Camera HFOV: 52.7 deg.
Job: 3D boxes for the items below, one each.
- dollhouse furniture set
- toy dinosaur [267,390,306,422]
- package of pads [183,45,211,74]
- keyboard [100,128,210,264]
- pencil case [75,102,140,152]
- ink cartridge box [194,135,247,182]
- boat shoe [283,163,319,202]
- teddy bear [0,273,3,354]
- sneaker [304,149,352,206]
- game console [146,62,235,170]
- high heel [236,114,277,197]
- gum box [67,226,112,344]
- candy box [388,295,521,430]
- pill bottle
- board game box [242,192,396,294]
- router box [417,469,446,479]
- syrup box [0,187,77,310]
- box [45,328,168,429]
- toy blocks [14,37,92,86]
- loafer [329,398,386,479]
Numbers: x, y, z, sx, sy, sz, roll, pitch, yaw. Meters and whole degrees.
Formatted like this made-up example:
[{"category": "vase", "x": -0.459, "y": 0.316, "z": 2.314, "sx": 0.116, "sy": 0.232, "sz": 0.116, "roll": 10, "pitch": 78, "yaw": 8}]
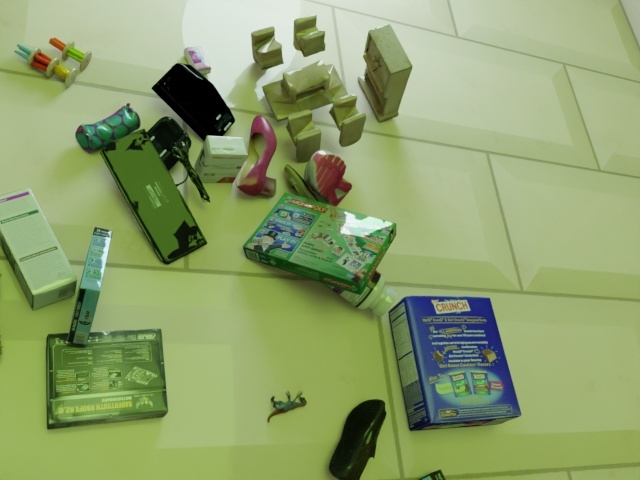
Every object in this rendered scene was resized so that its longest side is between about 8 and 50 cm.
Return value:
[{"category": "dollhouse furniture set", "x": 0.036, "y": -0.437, "z": 1.880, "sx": 0.394, "sy": 0.256, "sz": 0.362, "roll": -21, "pitch": 72, "yaw": -10}, {"category": "toy dinosaur", "x": -0.073, "y": 0.375, "z": 1.469, "sx": 0.082, "sy": 0.047, "sz": 0.090, "roll": 23, "pitch": 89, "yaw": -23}, {"category": "package of pads", "x": -0.344, "y": -0.501, "z": 1.803, "sx": 0.050, "sy": 0.032, "sz": 0.083, "roll": -18, "pitch": 72, "yaw": -33}, {"category": "keyboard", "x": -0.367, "y": -0.120, "z": 1.545, "sx": 0.202, "sy": 0.033, "sz": 0.317, "roll": -30, "pitch": 94, "yaw": -27}, {"category": "pencil case", "x": -0.518, "y": -0.275, "z": 1.578, "sx": 0.152, "sy": 0.064, "sz": 0.070, "roll": -38, "pitch": 123, "yaw": -36}, {"category": "ink cartridge box", "x": -0.251, "y": -0.202, "z": 1.622, "sx": 0.099, "sy": 0.135, "sz": 0.056, "roll": -1, "pitch": 64, "yaw": -26}, {"category": "boat shoe", "x": -0.057, "y": -0.136, "z": 1.733, "sx": 0.048, "sy": 0.056, "sz": 0.153, "roll": -37, "pitch": 85, "yaw": 7}, {"category": "teddy bear", "x": -0.732, "y": 0.176, "z": 1.225, "sx": 0.245, "sy": 0.113, "sz": 0.338, "roll": -7, "pitch": 75, "yaw": -21}, {"category": "sneaker", "x": 0.001, "y": -0.173, "z": 1.692, "sx": 0.111, "sy": 0.252, "sz": 0.103, "roll": 39, "pitch": 82, "yaw": 18}, {"category": "game console", "x": -0.376, "y": -0.285, "z": 1.636, "sx": 0.213, "sy": 0.044, "sz": 0.361, "roll": 46, "pitch": 56, "yaw": -19}, {"category": "high heel", "x": -0.180, "y": -0.230, "z": 1.694, "sx": 0.117, "sy": 0.082, "sz": 0.244, "roll": 13, "pitch": 69, "yaw": -46}, {"category": "gum box", "x": -0.468, "y": 0.091, "z": 1.314, "sx": 0.041, "sy": 0.157, "sz": 0.184, "roll": 13, "pitch": 36, "yaw": -19}, {"category": "candy box", "x": 0.333, "y": 0.305, "z": 1.635, "sx": 0.268, "sy": 0.122, "sz": 0.317, "roll": 3, "pitch": 64, "yaw": -23}, {"category": "pill bottle", "x": 0.095, "y": 0.107, "z": 1.636, "sx": 0.193, "sy": 0.108, "sz": 0.108, "roll": 36, "pitch": 55, "yaw": -4}, {"category": "board game box", "x": 0.000, "y": 0.000, "z": 1.590, "sx": 0.317, "sy": 0.046, "sz": 0.213, "roll": 17, "pitch": 50, "yaw": 23}, {"category": "router box", "x": 0.256, "y": 0.634, "z": 1.467, "sx": 0.133, "sy": 0.046, "sz": 0.179, "roll": -16, "pitch": 72, "yaw": -31}, {"category": "syrup box", "x": -0.610, "y": 0.016, "z": 1.361, "sx": 0.096, "sy": 0.093, "sz": 0.237, "roll": -23, "pitch": 75, "yaw": -32}, {"category": "box", "x": -0.437, "y": 0.279, "z": 1.324, "sx": 0.231, "sy": 0.056, "sz": 0.183, "roll": 0, "pitch": 65, "yaw": -25}, {"category": "toy blocks", "x": -0.670, "y": -0.466, "z": 1.617, "sx": 0.148, "sy": 0.054, "sz": 0.123, "roll": 29, "pitch": 56, "yaw": -8}, {"category": "loafer", "x": 0.091, "y": 0.460, "z": 1.476, "sx": 0.220, "sy": 0.080, "sz": 0.078, "roll": -53, "pitch": 125, "yaw": -37}]
